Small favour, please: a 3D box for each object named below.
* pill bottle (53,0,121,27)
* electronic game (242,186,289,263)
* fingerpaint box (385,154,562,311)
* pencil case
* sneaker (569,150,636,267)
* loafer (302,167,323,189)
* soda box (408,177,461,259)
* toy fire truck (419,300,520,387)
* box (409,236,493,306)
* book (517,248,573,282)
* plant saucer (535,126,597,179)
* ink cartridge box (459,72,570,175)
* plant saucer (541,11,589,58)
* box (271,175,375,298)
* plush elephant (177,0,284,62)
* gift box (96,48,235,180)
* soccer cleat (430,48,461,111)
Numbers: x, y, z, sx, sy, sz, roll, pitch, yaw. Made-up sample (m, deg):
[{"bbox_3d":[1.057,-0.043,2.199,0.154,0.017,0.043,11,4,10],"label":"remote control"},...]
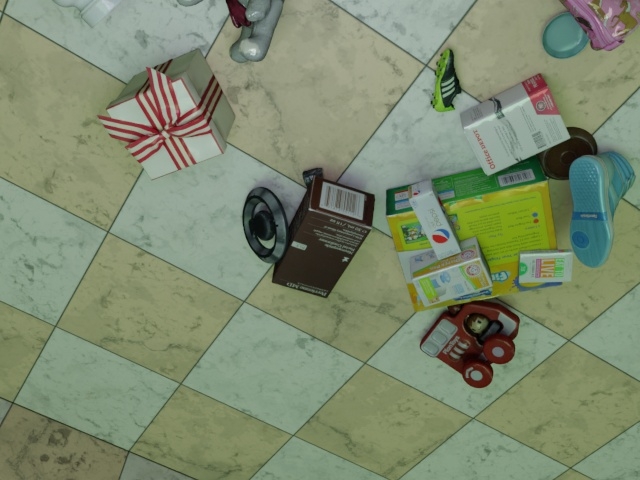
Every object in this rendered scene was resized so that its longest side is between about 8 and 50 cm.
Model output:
[{"bbox_3d":[-0.608,-0.675,1.574,0.188,0.188,0.334,-31,117,23],"label":"pill bottle"},{"bbox_3d":[-0.163,-0.044,1.991,0.048,0.229,0.229,-13,135,-35],"label":"electronic game"},{"bbox_3d":[0.450,-0.012,1.984,0.444,0.163,0.371,-13,122,13],"label":"fingerpaint box"},{"bbox_3d":[0.585,-0.611,1.544,0.386,0.160,0.167,36,103,-21],"label":"pencil case"},{"bbox_3d":[0.792,-0.096,1.861,0.127,0.208,0.319,16,120,48],"label":"sneaker"},{"bbox_3d":[0.006,-0.138,1.990,0.061,0.062,0.170,-20,123,12],"label":"loafer"},{"bbox_3d":[0.308,-0.056,1.821,0.069,0.074,0.216,-21,120,18],"label":"soda box"},{"bbox_3d":[0.499,0.318,2.230,0.254,0.169,0.302,32,122,4],"label":"toy fire truck"},{"bbox_3d":[0.366,0.089,1.896,0.203,0.103,0.114,-19,122,17],"label":"box"},{"bbox_3d":[0.636,0.071,1.911,0.144,0.035,0.096,-3,120,7],"label":"book"},{"bbox_3d":[0.692,-0.236,1.890,0.168,0.029,0.168,2,126,3],"label":"plant saucer"},{"bbox_3d":[0.517,-0.307,1.807,0.237,0.100,0.172,-25,120,19],"label":"ink cartridge box"},{"bbox_3d":[0.617,-0.518,1.698,0.119,0.021,0.119,2,125,2],"label":"plant saucer"},{"bbox_3d":[0.000,0.000,1.985,0.191,0.143,0.381,16,142,-10],"label":"box"},{"bbox_3d":[-0.209,-0.598,1.559,0.255,0.272,0.330,21,104,-18],"label":"plush elephant"},{"bbox_3d":[-0.400,-0.336,1.757,0.255,0.258,0.276,-22,122,18],"label":"gift box"},{"bbox_3d":[0.337,-0.420,1.772,0.072,0.060,0.179,-2,132,-6],"label":"soccer cleat"}]
